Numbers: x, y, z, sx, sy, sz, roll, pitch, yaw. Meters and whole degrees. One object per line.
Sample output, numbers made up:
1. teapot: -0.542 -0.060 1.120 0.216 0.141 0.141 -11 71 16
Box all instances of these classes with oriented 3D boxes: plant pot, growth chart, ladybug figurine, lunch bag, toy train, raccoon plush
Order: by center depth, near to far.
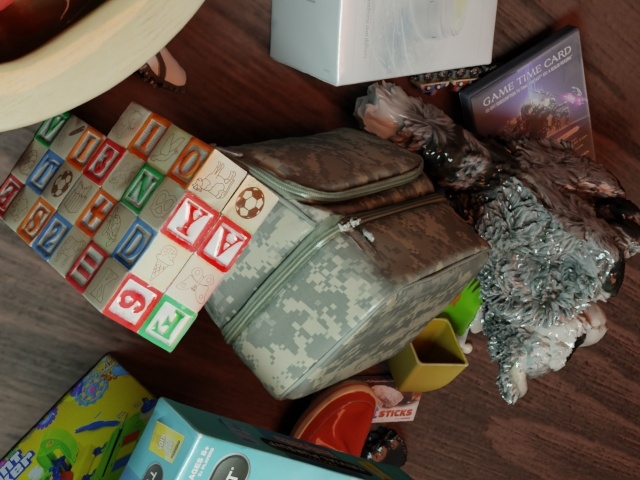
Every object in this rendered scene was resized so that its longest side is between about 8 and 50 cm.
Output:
1. ladybug figurine: -0.262 -0.266 1.071 0.449 0.162 0.305 -35 101 -15
2. lunch bag: 0.000 0.000 1.322 0.212 0.256 0.305 -50 163 30
3. toy train: 0.176 -0.205 1.551 0.158 0.027 0.036 -10 127 -34
4. raccoon plush: 0.195 0.002 1.578 0.299 0.446 0.216 -56 -179 36
5. plant pot: 0.133 0.160 1.648 0.081 0.081 0.083 4 136 -29
6. growth chart: 0.212 0.037 1.694 0.172 0.021 0.237 21 98 -42

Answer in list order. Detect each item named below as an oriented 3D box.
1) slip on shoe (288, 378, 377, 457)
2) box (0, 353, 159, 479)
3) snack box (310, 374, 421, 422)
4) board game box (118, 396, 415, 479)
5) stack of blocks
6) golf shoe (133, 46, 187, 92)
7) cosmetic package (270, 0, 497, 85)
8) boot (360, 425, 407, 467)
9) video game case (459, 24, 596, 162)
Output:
1. slip on shoe: -0.002 0.336 1.593 0.123 0.101 0.331 19 97 -43
2. box: -0.226 0.327 1.327 0.290 0.279 0.177 -46 131 -10
3. snack box: 0.063 0.215 1.662 0.178 0.022 0.064 4 110 -38
4. board game box: -0.068 0.317 1.202 0.336 0.079 0.253 24 95 -42
5. stack of blocks: -0.189 -0.037 1.173 0.087 0.297 0.171 37 86 -39
6. golf shoe: -0.190 -0.224 1.234 0.094 0.077 0.198 -54 132 -4
7. cosmetic package: 0.077 -0.305 1.357 0.225 0.138 0.224 -14 118 -33
8. boot: 0.076 0.325 1.709 0.099 0.045 0.121 -28 121 -23
9. video game case: 0.286 -0.124 1.640 0.196 0.026 0.274 -33 127 -21
